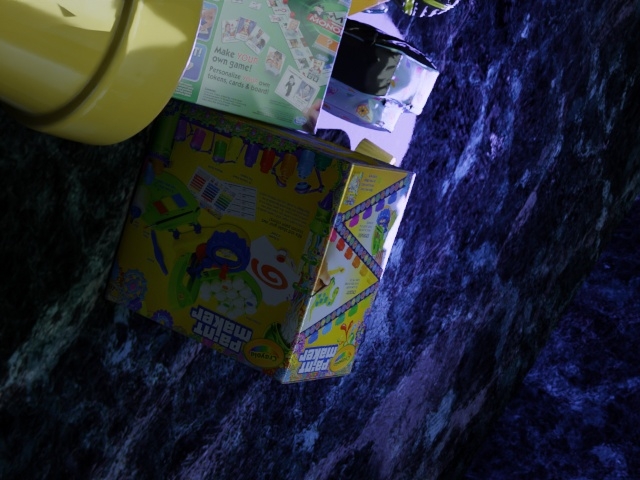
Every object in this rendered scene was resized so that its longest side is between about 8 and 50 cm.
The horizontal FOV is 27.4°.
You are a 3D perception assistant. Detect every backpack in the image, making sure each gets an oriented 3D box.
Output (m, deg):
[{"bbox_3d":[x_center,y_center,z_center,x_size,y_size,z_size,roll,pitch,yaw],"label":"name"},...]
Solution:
[{"bbox_3d":[0.072,-0.235,1.890,0.188,0.166,0.144,-3,113,-56],"label":"backpack"}]

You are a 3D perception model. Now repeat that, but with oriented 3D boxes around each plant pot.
[{"bbox_3d":[-0.279,-0.233,1.234,0.239,0.254,0.254,11,101,-45],"label":"plant pot"}]

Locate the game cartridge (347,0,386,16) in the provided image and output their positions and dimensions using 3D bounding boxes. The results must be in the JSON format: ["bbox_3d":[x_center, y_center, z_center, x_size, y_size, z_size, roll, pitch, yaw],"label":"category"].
[{"bbox_3d":[-0.018,-0.413,1.640,0.285,0.052,0.324,-25,133,-22],"label":"game cartridge"}]

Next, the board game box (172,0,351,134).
[{"bbox_3d":[-0.108,-0.262,1.569,0.317,0.046,0.213,11,97,-40],"label":"board game box"}]

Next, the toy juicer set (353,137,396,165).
[{"bbox_3d":[0.000,0.000,2.029,0.329,0.089,0.209,-52,162,-42],"label":"toy juicer set"}]

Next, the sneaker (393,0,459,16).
[{"bbox_3d":[0.081,-0.482,1.802,0.385,0.145,0.147,59,17,-44],"label":"sneaker"}]

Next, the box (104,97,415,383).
[{"bbox_3d":[-0.080,-0.006,1.663,0.177,0.290,0.279,3,108,-61],"label":"box"}]

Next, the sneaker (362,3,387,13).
[{"bbox_3d":[0.050,-0.384,1.875,0.166,0.065,0.076,30,67,-65],"label":"sneaker"}]
